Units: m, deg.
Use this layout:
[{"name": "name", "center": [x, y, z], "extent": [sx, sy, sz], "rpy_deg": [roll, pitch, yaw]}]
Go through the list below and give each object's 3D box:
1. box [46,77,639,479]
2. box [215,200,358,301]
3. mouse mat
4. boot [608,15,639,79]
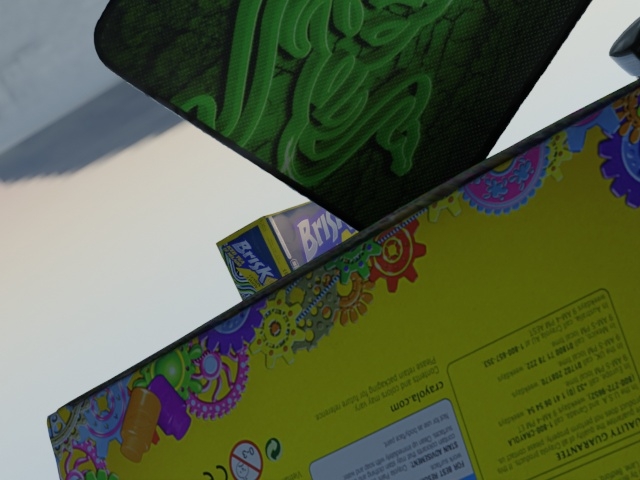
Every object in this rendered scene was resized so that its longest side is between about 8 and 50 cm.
[{"name": "box", "center": [0.118, 0.085, 0.627], "extent": [0.290, 0.177, 0.279], "rpy_deg": [-30, 159, 36]}, {"name": "box", "center": [0.000, 0.000, 1.360], "extent": [0.054, 0.059, 0.169], "rpy_deg": [-29, 175, 36]}, {"name": "mouse mat", "center": [0.022, -0.107, 0.673], "extent": [0.189, 0.153, 0.007], "rpy_deg": [-57, -179, 15]}, {"name": "boot", "center": [0.371, -0.103, 1.537], "extent": [0.091, 0.229, 0.263], "rpy_deg": [-46, -168, -3]}]
